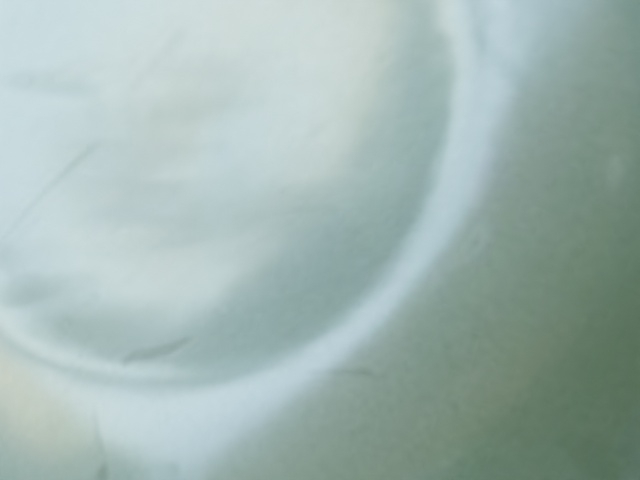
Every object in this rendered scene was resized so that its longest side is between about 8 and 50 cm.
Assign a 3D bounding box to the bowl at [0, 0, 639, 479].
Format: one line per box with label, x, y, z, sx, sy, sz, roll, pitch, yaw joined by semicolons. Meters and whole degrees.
bowl;0.000;0.000;0.350;0.163;0.307;0.307;41;118;48
